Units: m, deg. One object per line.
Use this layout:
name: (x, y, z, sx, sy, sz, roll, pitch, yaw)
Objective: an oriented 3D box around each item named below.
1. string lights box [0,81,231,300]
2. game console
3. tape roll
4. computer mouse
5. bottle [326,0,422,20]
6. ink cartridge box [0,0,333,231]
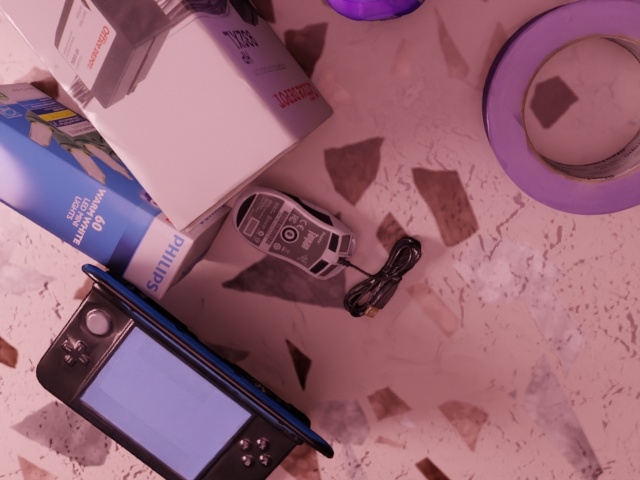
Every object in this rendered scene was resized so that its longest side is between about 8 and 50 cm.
string lights box: (-0.232, -0.056, 0.737, 0.260, 0.133, 0.076, 31, 108, -1)
game console: (-0.160, 0.174, 0.768, 0.293, 0.173, 0.250, 39, 108, -3)
tape roll: (0.245, -0.123, 0.671, 0.189, 0.080, 0.188, 2, 106, 8)
computer mouse: (0.000, 0.000, 0.767, 0.193, 0.042, 0.106, 31, 113, -6)
bottle: (0.039, -0.230, 0.567, 0.092, 0.283, 0.118, -7, 106, 11)
ink cartridge box: (-0.138, -0.184, 0.639, 0.129, 0.223, 0.307, -36, 98, 16)
